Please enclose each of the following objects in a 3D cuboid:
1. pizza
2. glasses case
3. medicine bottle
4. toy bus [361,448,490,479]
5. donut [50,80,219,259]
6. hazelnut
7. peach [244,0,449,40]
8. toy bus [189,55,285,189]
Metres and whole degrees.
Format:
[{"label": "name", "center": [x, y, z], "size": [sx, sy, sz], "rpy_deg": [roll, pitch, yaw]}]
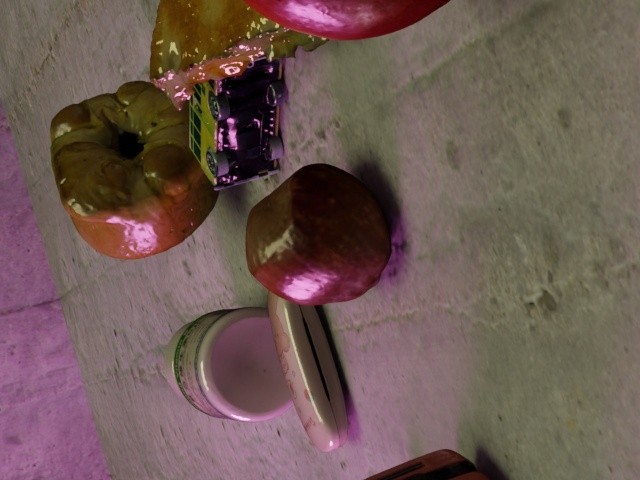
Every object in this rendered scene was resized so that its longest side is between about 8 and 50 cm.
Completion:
[{"label": "pizza", "center": [-0.063, -0.232, 1.485], "size": [0.288, 0.075, 0.280], "rpy_deg": [36, 109, 47]}, {"label": "glasses case", "center": [-0.015, 0.139, 1.715], "size": [0.081, 0.051, 0.204], "rpy_deg": [145, 109, -68]}, {"label": "medicine bottle", "center": [-0.111, 0.150, 1.865], "size": [0.237, 0.139, 0.139], "rpy_deg": [173, 81, -71]}, {"label": "toy bus", "center": [0.100, 0.422, 1.403], "size": [0.233, 0.203, 0.427], "rpy_deg": [41, 143, 49]}, {"label": "donut", "center": [-0.228, -0.091, 1.898], "size": [0.261, 0.208, 0.128], "rpy_deg": [-108, 1, -52]}, {"label": "hazelnut", "center": [0.000, 0.000, 1.461], "size": [0.154, 0.143, 0.143], "rpy_deg": [-40, 66, 51]}, {"label": "peach", "center": [0.022, -0.244, 1.060], "size": [0.190, 0.226, 0.196], "rpy_deg": [60, 156, 27]}, {"label": "toy bus", "center": [-0.096, -0.151, 1.659], "size": [0.101, 0.088, 0.175], "rpy_deg": [57, 154, 38]}]
